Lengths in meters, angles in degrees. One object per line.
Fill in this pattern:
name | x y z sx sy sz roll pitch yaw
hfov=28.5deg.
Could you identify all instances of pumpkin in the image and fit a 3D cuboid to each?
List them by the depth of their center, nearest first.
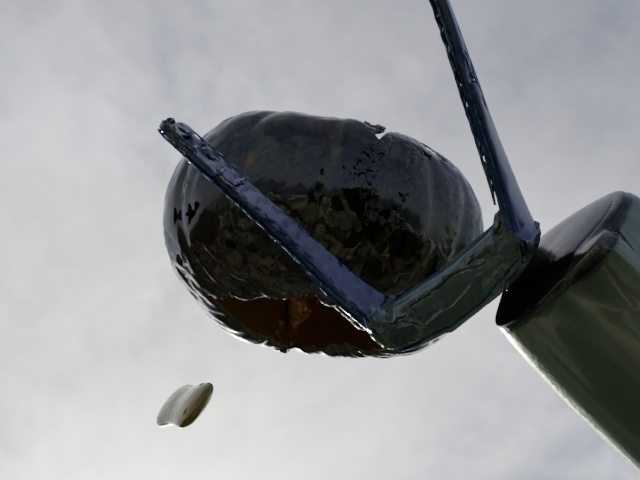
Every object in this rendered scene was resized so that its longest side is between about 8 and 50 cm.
pumpkin | 0.000 0.000 1.226 0.320 0.192 0.320 11 -26 6

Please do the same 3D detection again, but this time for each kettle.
kettle | 0.259 0.093 0.977 0.255 0.165 0.240 40 -8 -3

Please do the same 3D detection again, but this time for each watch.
watch | 0.058 -0.081 0.912 0.274 0.068 0.276 45 -63 3

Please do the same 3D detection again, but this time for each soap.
soap | -0.084 0.103 0.785 0.012 0.034 0.089 39 -17 -10
